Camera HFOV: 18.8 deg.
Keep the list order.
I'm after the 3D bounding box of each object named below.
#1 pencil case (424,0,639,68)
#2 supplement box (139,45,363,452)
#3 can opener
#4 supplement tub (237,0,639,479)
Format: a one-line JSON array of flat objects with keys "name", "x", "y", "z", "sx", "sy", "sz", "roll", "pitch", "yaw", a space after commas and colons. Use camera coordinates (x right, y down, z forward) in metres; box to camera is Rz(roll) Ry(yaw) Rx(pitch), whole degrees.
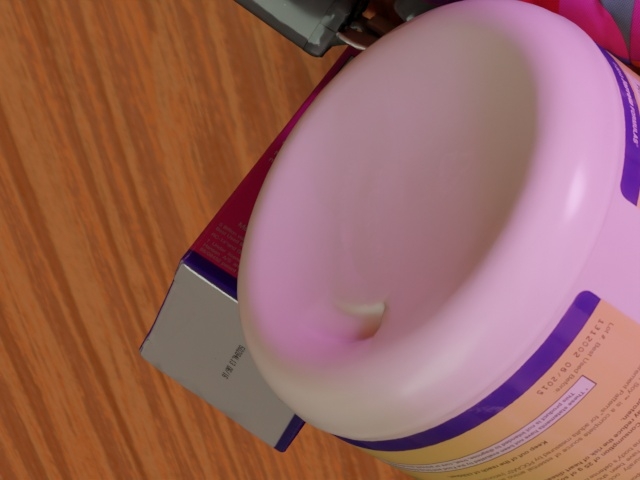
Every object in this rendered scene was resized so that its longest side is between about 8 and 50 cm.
[{"name": "pencil case", "x": 0.110, "y": -0.161, "z": 1.032, "sx": 0.236, "sy": 0.104, "sz": 0.104, "roll": 19, "pitch": 139, "yaw": 17}, {"name": "supplement box", "x": 0.000, "y": 0.000, "z": 1.183, "sx": 0.114, "sy": 0.220, "sz": 0.111, "roll": 34, "pitch": 142, "yaw": 4}, {"name": "can opener", "x": 0.012, "y": -0.160, "z": 1.147, "sx": 0.283, "sy": 0.076, "sz": 0.095, "roll": 35, "pitch": 110, "yaw": 1}, {"name": "supplement tub", "x": 0.147, "y": 0.045, "z": 1.041, "sx": 0.331, "sy": 0.241, "sz": 0.241, "roll": 32, "pitch": 149, "yaw": -35}]
